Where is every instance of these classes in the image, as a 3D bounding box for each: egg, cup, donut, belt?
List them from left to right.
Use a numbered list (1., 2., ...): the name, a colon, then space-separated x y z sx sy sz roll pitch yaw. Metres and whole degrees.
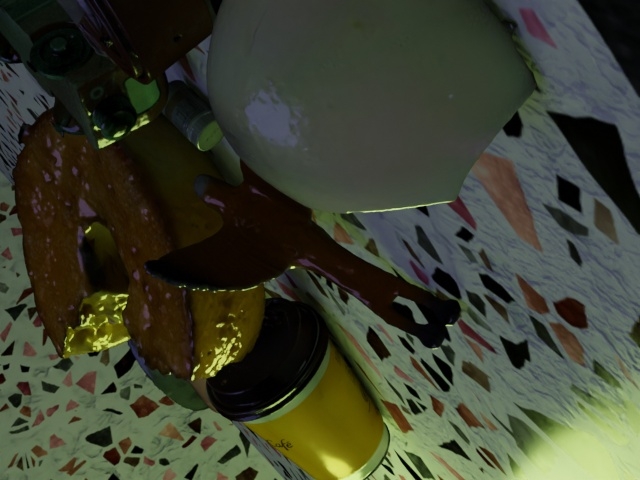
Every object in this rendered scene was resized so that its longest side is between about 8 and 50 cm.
1. belt: -0.216 -0.282 1.231 0.261 0.105 0.184 56 167 -25
2. donut: -0.243 -0.008 1.707 0.435 0.163 0.377 12 114 48
3. cup: -0.026 0.223 1.792 0.279 0.196 0.196 52 168 -34
4. egg: -0.001 -0.113 0.878 0.206 0.162 0.271 54 165 -18

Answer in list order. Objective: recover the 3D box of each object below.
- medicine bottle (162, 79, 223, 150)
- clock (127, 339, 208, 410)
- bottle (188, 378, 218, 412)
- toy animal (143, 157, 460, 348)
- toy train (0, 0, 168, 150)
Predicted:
1. medicine bottle: -0.152 -0.147 1.490 0.083 0.047 0.047 44 164 26
2. clock: -0.240 0.145 2.165 0.312 0.061 0.312 52 -161 -27
3. bottle: -0.172 0.106 1.974 0.206 0.173 0.297 -23 112 35
4. toy animal: -0.004 -0.003 1.347 0.284 0.225 0.302 31 -179 -6
5. toy train: -0.289 -0.239 1.463 0.326 0.159 0.129 46 163 31
